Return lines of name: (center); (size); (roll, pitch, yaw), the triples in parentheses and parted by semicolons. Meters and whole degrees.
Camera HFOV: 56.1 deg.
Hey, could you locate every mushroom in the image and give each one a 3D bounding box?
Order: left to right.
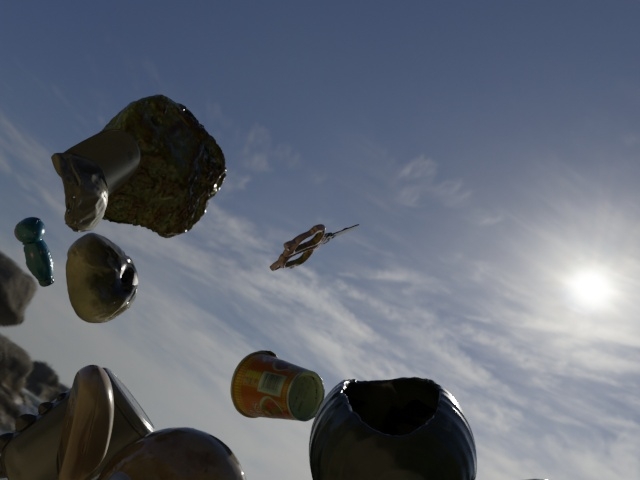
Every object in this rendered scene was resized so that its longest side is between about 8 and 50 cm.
mushroom: (-0.260, 0.502, 1.101); (0.297, 0.298, 0.290); (25, -20, 19)

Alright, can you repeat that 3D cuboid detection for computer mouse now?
computer mouse: (-0.454, 0.362, 1.171); (0.081, 0.237, 0.145); (10, 6, -29)

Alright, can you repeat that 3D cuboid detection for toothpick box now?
toothpick box: (-0.556, 0.446, 1.330); (0.229, 0.316, 0.229); (46, -20, 22)

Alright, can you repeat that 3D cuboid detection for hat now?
hat: (-0.513, -0.135, 1.422); (0.149, 0.244, 0.214); (47, -26, 27)

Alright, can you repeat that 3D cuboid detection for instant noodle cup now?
instant noodle cup: (-0.093, 0.352, 1.419); (0.184, 0.168, 0.168); (-1, -42, 45)

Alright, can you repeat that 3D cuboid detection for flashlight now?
flashlight: (-0.495, 0.021, 1.050); (0.051, 0.051, 0.129); (13, -58, 38)

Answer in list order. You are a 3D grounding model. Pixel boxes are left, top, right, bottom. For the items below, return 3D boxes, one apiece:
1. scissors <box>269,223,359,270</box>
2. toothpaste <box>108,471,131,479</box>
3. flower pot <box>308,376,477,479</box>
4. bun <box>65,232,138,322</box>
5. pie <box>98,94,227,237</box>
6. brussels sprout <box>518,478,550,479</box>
scissors: (0.000, 0.000, 1.544); (0.024, 0.317, 0.160); (48, -50, 18)
toothpaste: (-0.401, 0.418, 0.913); (0.061, 0.265, 0.096); (68, 19, 8)
flower pot: (0.081, 0.245, 0.694); (0.189, 0.157, 0.243); (1, -1, 3)
bun: (-0.628, 0.107, 1.746); (0.168, 0.273, 0.273); (-8, -33, 4)
pie: (-0.471, -0.210, 1.694); (0.180, 0.395, 0.418); (27, -3, 37)
brussels sprout: (0.296, 0.446, 0.804); (0.210, 0.271, 0.220); (-14, -70, 24)
